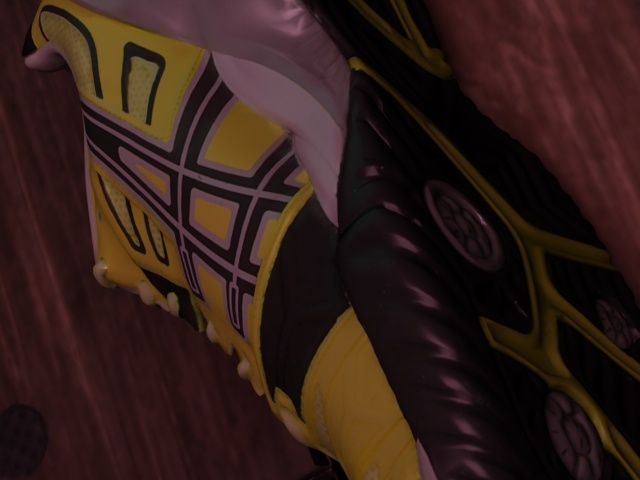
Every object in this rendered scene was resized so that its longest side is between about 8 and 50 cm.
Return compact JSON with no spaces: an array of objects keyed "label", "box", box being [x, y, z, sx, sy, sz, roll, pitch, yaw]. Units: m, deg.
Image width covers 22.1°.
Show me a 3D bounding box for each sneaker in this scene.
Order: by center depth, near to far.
[{"label":"sneaker","box":[0.000,0.000,0.622,0.147,0.145,0.384,-44,50,23]}]
